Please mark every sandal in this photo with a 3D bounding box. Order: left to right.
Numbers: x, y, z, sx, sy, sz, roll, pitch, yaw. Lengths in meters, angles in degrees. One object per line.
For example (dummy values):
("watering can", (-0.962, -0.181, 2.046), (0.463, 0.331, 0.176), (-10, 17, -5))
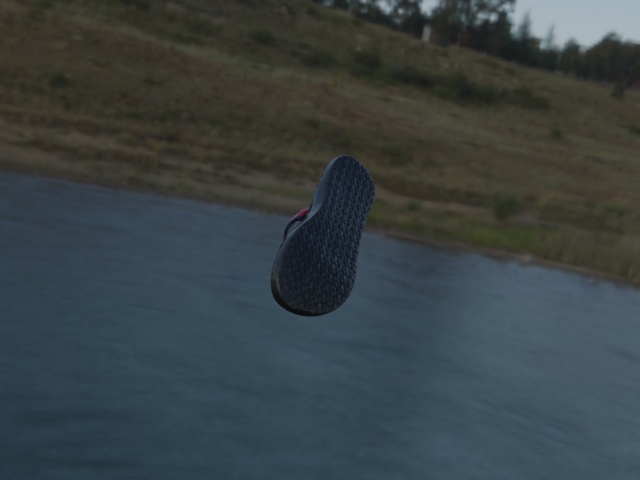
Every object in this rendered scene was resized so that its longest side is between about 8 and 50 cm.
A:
("sandal", (0.000, 0.000, 0.788), (0.040, 0.067, 0.179), (-26, 24, 35))
